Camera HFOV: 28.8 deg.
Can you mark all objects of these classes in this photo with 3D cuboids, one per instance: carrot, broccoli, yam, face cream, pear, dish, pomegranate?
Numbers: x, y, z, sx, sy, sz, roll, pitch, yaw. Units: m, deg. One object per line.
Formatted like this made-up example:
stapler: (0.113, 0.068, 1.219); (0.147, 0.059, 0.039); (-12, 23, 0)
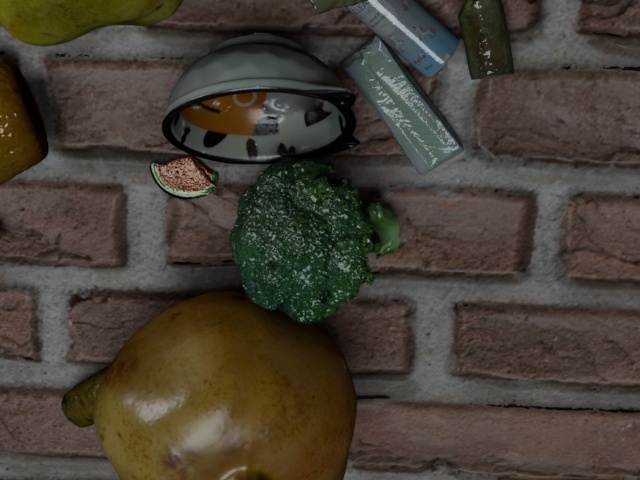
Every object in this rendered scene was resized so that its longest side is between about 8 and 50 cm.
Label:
carrot: (-0.350, 0.251, 2.098); (0.173, 0.082, 0.082); (-26, 113, 24)
broccoli: (0.000, 0.000, 1.853); (0.270, 0.270, 0.270); (-5, 124, -34)
yam: (0.234, -0.290, 1.774); (0.070, 0.069, 0.146); (-11, 117, 10)
face cream: (0.090, -0.329, 1.760); (0.229, 0.075, 0.075); (38, 114, -14)
pear: (-0.317, -0.409, 1.633); (0.304, 0.304, 0.304); (2, 118, 4)
dish: (-0.085, -0.210, 1.776); (0.303, 0.120, 0.303); (-3, 162, -1)
pomegranate: (-0.142, 0.289, 1.924); (0.417, 0.416, 0.416); (2, 118, 4)

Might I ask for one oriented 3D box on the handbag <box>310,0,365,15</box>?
handbag: (0.040, -0.459, 1.569); (0.109, 0.253, 0.315); (-12, 98, 46)

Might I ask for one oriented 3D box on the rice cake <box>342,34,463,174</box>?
rice cake: (0.119, -0.200, 1.844); (0.080, 0.042, 0.221); (-30, 112, 23)

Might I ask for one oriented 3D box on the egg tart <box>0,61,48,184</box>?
egg tart: (-0.503, -0.165, 1.834); (0.171, 0.215, 0.215); (-19, 115, -4)

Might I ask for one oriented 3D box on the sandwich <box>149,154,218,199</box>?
sandwich: (-0.209, -0.098, 1.933); (0.101, 0.026, 0.069); (-10, 112, 6)
